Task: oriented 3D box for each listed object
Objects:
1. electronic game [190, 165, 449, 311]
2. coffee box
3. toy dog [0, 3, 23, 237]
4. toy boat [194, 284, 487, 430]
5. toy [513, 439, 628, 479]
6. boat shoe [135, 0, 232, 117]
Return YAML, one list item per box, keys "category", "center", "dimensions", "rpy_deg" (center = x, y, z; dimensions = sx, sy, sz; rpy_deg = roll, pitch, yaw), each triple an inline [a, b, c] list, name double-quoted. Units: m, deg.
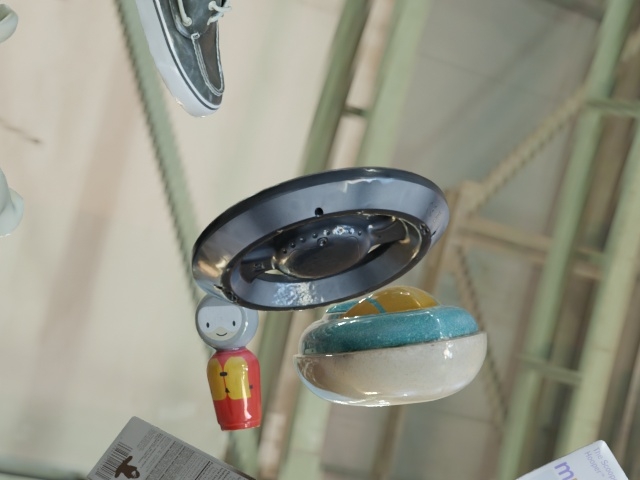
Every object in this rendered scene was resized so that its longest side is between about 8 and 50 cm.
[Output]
- category: "electronic game"
  center: [0.000, 0.000, 1.657]
  dimensions: [0.229, 0.229, 0.048]
  rpy_deg: [-39, -125, 40]
- category: "coffee box"
  center: [-0.135, 0.314, 2.207]
  dimensions: [0.246, 0.141, 0.098]
  rpy_deg: [21, -113, 42]
- category: "toy dog"
  center: [-0.447, -0.004, 1.852]
  dimensions: [0.284, 0.395, 0.408]
  rpy_deg: [5, -64, 16]
- category: "toy boat"
  center: [0.019, 0.109, 2.048]
  dimensions: [0.267, 0.318, 0.148]
  rpy_deg: [-10, -92, 62]
- category: "toy"
  center: [0.122, 0.249, 1.319]
  dimensions: [0.237, 0.137, 0.056]
  rpy_deg: [-27, -154, 15]
- category: "boat shoe"
  center: [-0.115, -0.208, 1.648]
  dimensions: [0.070, 0.219, 0.078]
  rpy_deg: [-10, -153, 19]
